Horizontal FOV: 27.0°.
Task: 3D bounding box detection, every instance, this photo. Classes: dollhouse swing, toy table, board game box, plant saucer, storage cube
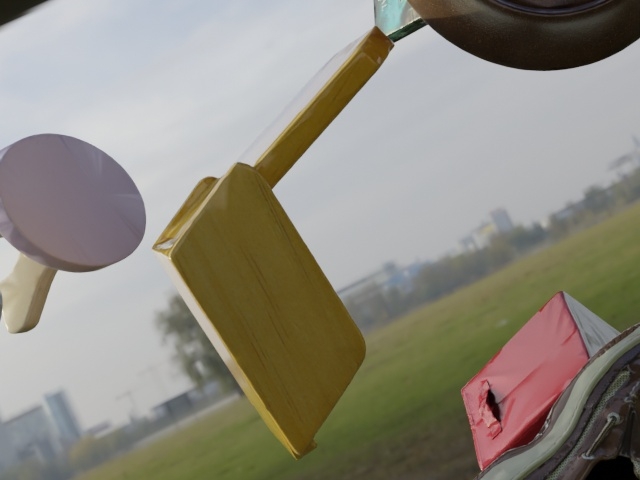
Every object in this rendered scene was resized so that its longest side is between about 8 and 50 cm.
[{"bbox_3d":[0.000,0.000,1.397,0.305,0.315,0.347,-34,5,-9],"label":"dollhouse swing"},{"bbox_3d":[-0.362,-0.026,1.667,0.161,0.252,0.274,-23,-22,27],"label":"toy table"},{"bbox_3d":[0.109,-0.351,1.659,0.026,0.186,0.126,5,-15,-33],"label":"board game box"},{"bbox_3d":[0.211,-0.318,1.276,0.311,0.310,0.050,-25,-7,-6],"label":"plant saucer"},{"bbox_3d":[0.318,0.217,1.660,0.193,0.215,0.183,-49,19,20],"label":"storage cube"}]

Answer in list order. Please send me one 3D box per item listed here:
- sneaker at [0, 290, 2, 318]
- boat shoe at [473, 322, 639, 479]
[{"bbox_3d":[-0.379,0.129,0.983,0.169,0.108,0.292,25,-81,-39],"label":"sneaker"},{"bbox_3d":[0.211,0.164,0.983,0.257,0.095,0.095,-42,45,-20],"label":"boat shoe"}]
